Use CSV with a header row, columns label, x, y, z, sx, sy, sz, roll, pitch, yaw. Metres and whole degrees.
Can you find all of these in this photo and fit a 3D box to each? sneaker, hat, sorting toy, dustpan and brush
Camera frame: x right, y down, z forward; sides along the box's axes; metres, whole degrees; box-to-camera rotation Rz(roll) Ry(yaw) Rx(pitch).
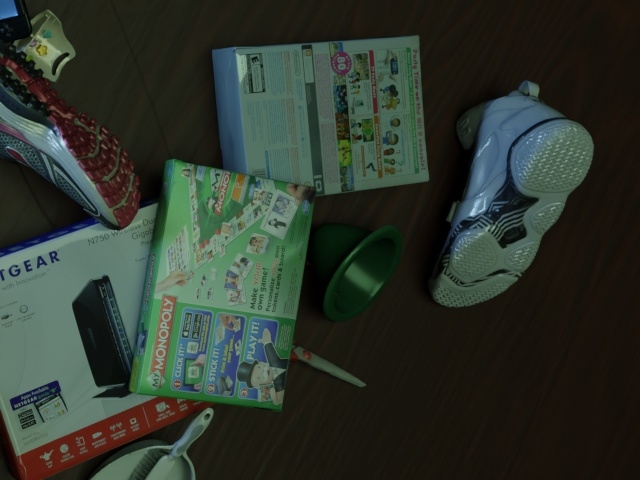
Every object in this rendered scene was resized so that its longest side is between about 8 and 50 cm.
label,x,y,z,sx,sy,sz,roll,pitch,yaw
sneaker,-0.357,-0.126,1.717,0.299,0.121,0.112,46,117,-8
sneaker,0.273,-0.076,2.067,0.137,0.210,0.366,19,119,-28
hat,0.000,0.000,1.983,0.173,0.183,0.208,-48,154,-11
sorting toy,-0.369,-0.253,1.758,0.075,0.045,0.083,41,74,-32
dustpan and brush,-0.217,0.308,1.828,0.147,0.060,0.211,32,96,-27

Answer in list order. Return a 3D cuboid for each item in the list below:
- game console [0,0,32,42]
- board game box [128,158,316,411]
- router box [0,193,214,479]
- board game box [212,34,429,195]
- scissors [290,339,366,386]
label,x,y,z,sx,sy,sz,roll,pitch,yaw
game console,-0.453,-0.313,1.673,0.124,0.085,0.144,-10,105,11
board game box,-0.132,0.064,1.796,0.214,0.046,0.317,10,87,-23
router box,-0.306,0.127,1.791,0.335,0.082,0.301,-22,103,-26
board game box,0.004,-0.182,1.932,0.303,0.097,0.224,-8,98,-26
scissors,-0.036,0.158,1.955,0.297,0.021,0.109,15,46,-48
